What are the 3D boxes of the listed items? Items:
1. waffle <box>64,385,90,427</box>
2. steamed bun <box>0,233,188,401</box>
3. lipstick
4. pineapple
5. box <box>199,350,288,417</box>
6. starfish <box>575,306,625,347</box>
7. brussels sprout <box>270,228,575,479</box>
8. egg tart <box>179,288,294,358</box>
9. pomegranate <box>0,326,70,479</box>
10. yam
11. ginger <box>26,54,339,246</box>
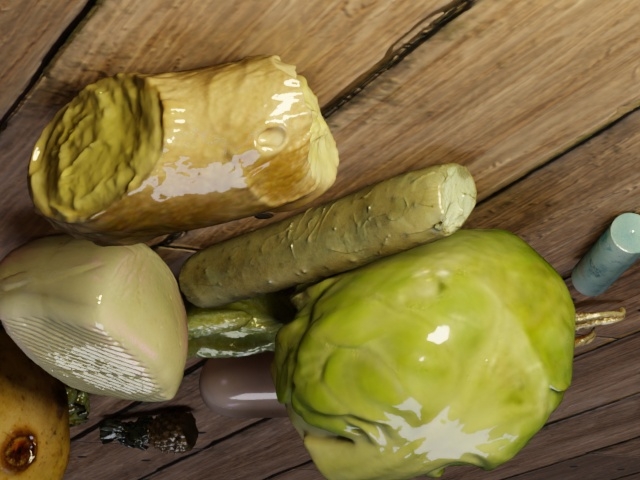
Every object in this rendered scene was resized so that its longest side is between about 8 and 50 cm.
[{"bbox_3d":[-0.442,0.250,2.128,0.207,0.054,0.214,7,159,-20],"label":"waffle"},{"bbox_3d":[-0.231,0.065,1.522,0.170,0.153,0.239,3,149,19],"label":"steamed bun"},{"bbox_3d":[0.322,0.018,1.598,0.048,0.048,0.158,0,161,-7],"label":"lipstick"},{"bbox_3d":[-0.278,0.308,2.306,0.159,0.074,0.074,-4,161,19],"label":"pineapple"},{"bbox_3d":[-0.067,0.195,1.980,0.200,0.088,0.146,-1,162,-8],"label":"box"},{"bbox_3d":[0.281,0.129,1.905,0.247,0.050,0.138,-4,162,12],"label":"starfish"},{"bbox_3d":[0.111,0.117,1.490,0.328,0.247,0.328,-28,-176,2],"label":"brussels sprout"},{"bbox_3d":[-0.108,0.095,1.710,0.197,0.078,0.197,-2,163,-1],"label":"egg tart"},{"bbox_3d":[-0.444,0.229,1.773,0.281,0.281,0.281,-3,160,-1],"label":"pomegranate"},{"bbox_3d":[0.000,0.000,1.462,0.371,0.083,0.083,-18,156,42],"label":"yam"},{"bbox_3d":[-0.104,-0.067,1.188,0.221,0.130,0.275,3,167,-43],"label":"ginger"}]
